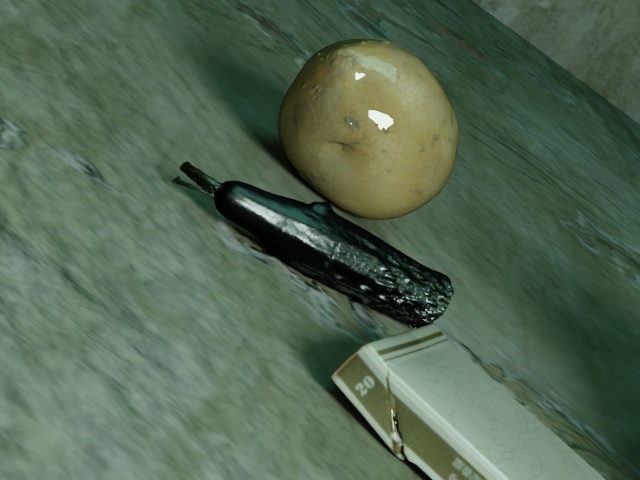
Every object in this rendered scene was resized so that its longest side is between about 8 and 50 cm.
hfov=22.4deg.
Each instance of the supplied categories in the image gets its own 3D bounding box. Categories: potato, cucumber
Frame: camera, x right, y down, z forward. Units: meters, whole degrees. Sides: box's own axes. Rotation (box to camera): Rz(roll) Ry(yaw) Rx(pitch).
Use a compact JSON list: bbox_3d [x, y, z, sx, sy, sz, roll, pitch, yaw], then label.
[{"bbox_3d":[0.033,-0.068,1.000,0.112,0.112,0.147,43,9,22],"label":"potato"},{"bbox_3d":[0.000,0.000,0.837,0.163,0.039,0.043,30,-5,-30],"label":"cucumber"}]

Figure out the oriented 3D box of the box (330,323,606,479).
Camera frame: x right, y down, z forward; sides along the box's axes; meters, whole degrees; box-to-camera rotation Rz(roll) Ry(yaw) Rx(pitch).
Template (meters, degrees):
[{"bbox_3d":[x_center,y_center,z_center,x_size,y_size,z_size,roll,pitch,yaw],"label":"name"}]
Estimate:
[{"bbox_3d":[0.099,0.116,0.730,0.198,0.029,0.109,42,15,14],"label":"box"}]
